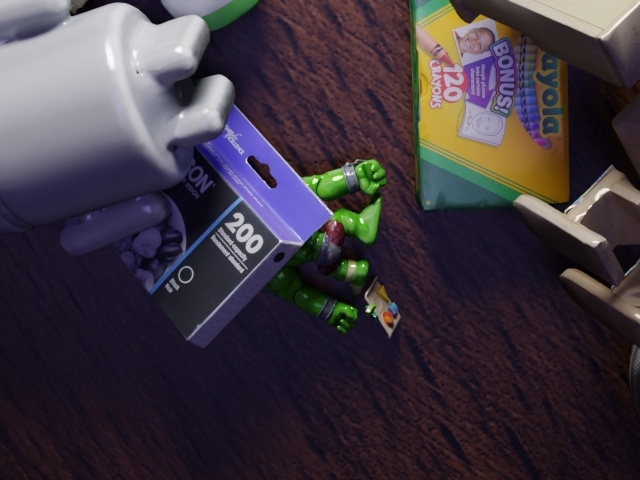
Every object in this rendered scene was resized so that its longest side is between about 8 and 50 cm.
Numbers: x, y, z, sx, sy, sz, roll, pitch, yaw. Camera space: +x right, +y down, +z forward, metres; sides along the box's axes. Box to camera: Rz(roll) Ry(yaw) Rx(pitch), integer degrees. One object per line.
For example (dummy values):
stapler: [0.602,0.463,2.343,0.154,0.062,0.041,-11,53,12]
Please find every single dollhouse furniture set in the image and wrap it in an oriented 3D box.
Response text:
dollhouse furniture set: [0.331,-0.157,1.505,0.362,0.256,0.394,-44,130,-7]

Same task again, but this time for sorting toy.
sorting toy: [0.070,0.080,1.637,0.012,0.083,0.062,-25,101,22]

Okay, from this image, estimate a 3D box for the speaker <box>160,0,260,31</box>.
speaker: [-0.168,-0.362,1.493,0.131,0.131,0.296,-32,121,4]

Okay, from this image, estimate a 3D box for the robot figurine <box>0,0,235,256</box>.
robot figurine: [-0.271,-0.124,1.522,0.353,0.200,0.300,-16,111,13]

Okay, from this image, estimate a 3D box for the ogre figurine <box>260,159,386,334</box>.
ogre figurine: [0.000,0.000,1.612,0.118,0.097,0.197,10,128,-5]

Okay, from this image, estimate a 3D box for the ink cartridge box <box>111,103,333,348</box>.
ink cartridge box: [-0.123,-0.026,1.583,0.208,0.045,0.206,-45,62,6]

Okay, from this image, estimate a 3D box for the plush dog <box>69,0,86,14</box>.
plush dog: [-0.316,-0.334,1.523,0.225,0.210,0.262,27,101,-32]

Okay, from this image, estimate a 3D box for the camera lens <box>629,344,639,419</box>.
camera lens: [0.461,0.168,1.562,0.219,0.274,0.219,0,99,-1]

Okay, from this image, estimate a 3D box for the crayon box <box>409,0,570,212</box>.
crayon box: [0.185,-0.176,1.596,0.165,0.081,0.278,-3,99,-1]
